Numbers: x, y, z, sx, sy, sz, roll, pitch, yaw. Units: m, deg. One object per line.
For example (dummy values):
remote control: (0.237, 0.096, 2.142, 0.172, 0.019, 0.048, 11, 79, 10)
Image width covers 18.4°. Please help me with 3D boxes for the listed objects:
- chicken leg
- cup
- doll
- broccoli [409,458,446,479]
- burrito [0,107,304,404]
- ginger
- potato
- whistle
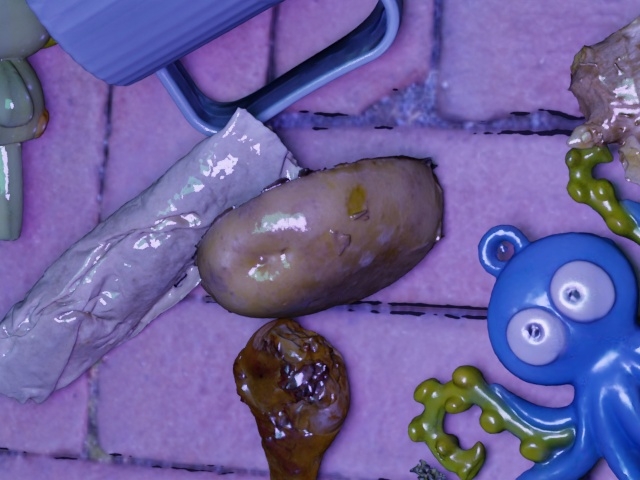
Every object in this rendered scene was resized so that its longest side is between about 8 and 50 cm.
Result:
chicken leg: (-0.027, 0.198, 1.860, 0.107, 0.087, 0.251, 5, 97, 39)
cup: (-0.101, -0.298, 1.833, 0.311, 0.331, 0.257, -28, 47, 17)
doll: (0.251, 0.123, 1.758, 0.346, 0.099, 0.341, -46, 74, 14)
broccoli: (0.083, 0.262, 1.830, 0.095, 0.097, 0.092, -28, 36, -6)
burrito: (-0.176, 0.025, 1.898, 0.392, 0.076, 0.117, -41, 117, 16)
ginger: (0.302, -0.134, 1.733, 0.216, 0.102, 0.157, -30, 83, -13)
potato: (0.000, 0.000, 1.800, 0.243, 0.138, 0.098, -26, 67, 8)
whistle: (-0.308, -0.155, 1.949, 0.141, 0.141, 0.294, -11, 104, 17)
